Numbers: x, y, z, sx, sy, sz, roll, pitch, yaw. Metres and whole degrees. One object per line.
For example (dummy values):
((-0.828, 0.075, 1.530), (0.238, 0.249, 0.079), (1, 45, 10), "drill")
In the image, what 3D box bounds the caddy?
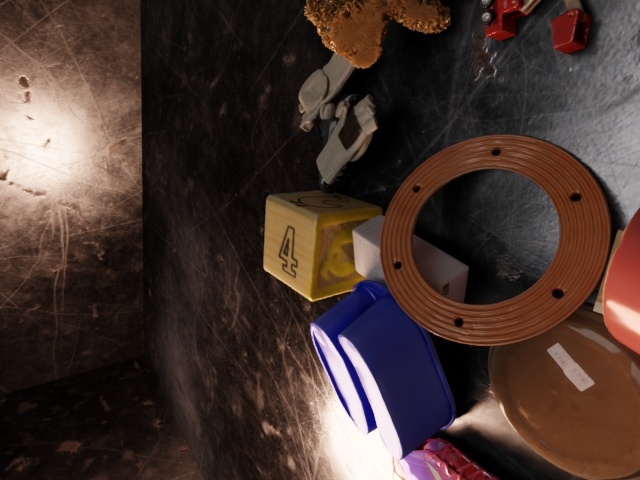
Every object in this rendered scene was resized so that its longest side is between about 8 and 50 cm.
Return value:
((0.131, 0.246, 0.833), (0.241, 0.179, 0.340), (4, 119, 63), "caddy")

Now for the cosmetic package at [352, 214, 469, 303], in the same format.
((0.165, 0.054, 0.810), (0.231, 0.086, 0.117), (37, 147, 41), "cosmetic package")

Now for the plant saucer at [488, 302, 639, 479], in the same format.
((0.374, 0.228, 0.632), (0.278, 0.041, 0.277), (14, 108, 52), "plant saucer")

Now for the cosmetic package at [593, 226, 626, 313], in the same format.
((0.400, 0.042, 0.540), (0.041, 0.060, 0.114), (25, 115, 48), "cosmetic package")

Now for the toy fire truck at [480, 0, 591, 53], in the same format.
((0.301, -0.355, 0.595), (0.135, 0.047, 0.191), (2, 98, 52), "toy fire truck")

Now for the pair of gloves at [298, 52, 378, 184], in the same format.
((0.025, -0.266, 0.871), (0.204, 0.042, 0.239), (-39, 62, 45), "pair of gloves")

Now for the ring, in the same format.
((0.250, -0.007, 0.653), (0.337, 0.032, 0.336), (-13, 67, 33), "ring")

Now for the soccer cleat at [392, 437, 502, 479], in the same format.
((0.254, 0.442, 0.787), (0.318, 0.109, 0.116), (-11, 84, 56), "soccer cleat")

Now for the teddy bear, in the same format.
((0.127, -0.454, 0.676), (0.113, 0.245, 0.337), (-97, 28, -51), "teddy bear")

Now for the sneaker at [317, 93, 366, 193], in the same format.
((0.034, -0.225, 0.957), (0.106, 0.078, 0.234), (41, 124, 44), "sneaker")

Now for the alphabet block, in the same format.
((0.000, 0.000, 0.954), (0.197, 0.193, 0.193), (25, 119, 47), "alphabet block")

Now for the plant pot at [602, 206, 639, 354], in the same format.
((0.426, 0.058, 0.362), (0.243, 0.275, 0.274), (30, 121, 58), "plant pot")
